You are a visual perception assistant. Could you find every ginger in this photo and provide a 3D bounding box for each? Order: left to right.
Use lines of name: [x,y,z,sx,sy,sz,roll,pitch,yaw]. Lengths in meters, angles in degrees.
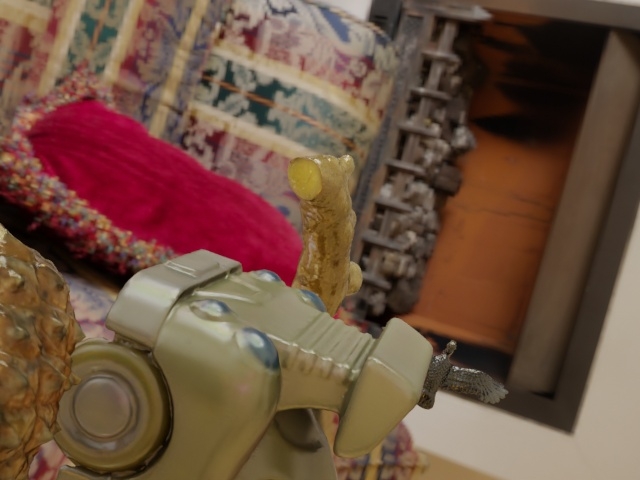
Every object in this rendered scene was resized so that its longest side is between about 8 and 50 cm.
ginger: [0.003,0.002,1.202,0.118,0.065,0.298,-46,155,-26]

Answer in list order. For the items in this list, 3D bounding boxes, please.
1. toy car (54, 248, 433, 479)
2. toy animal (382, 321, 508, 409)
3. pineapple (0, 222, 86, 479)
toy car: [-0.077,0.193,0.737,0.242,0.226,0.335,-31,139,-80]
toy animal: [0.181,0.204,1.584,0.108,0.220,0.062,-57,-177,15]
pineapple: [-0.171,0.108,0.416,0.128,0.128,0.248,71,13,-46]
